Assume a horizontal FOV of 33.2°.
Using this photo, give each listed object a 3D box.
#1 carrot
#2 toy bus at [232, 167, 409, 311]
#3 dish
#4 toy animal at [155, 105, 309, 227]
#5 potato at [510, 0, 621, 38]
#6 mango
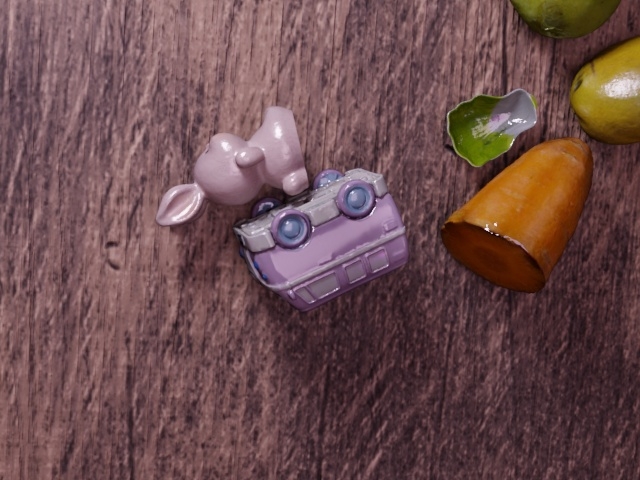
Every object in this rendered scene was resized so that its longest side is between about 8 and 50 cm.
[{"bbox_3d":[0.291,-0.057,1.477,0.159,0.159,0.225,40,76,-14],"label":"carrot"},{"bbox_3d":[0.000,0.000,1.406,0.202,0.142,0.142,-25,107,-11],"label":"toy bus"},{"bbox_3d":[0.238,-0.163,1.500,0.137,0.039,0.091,-27,96,-10],"label":"dish"},{"bbox_3d":[-0.123,-0.093,1.389,0.212,0.124,0.124,-19,100,-4],"label":"toy animal"},{"bbox_3d":[0.341,-0.401,1.443,0.186,0.148,0.253,2,95,-16],"label":"potato"},{"bbox_3d":[0.473,-0.225,1.494,0.262,0.167,0.130,-28,115,-12],"label":"mango"}]
